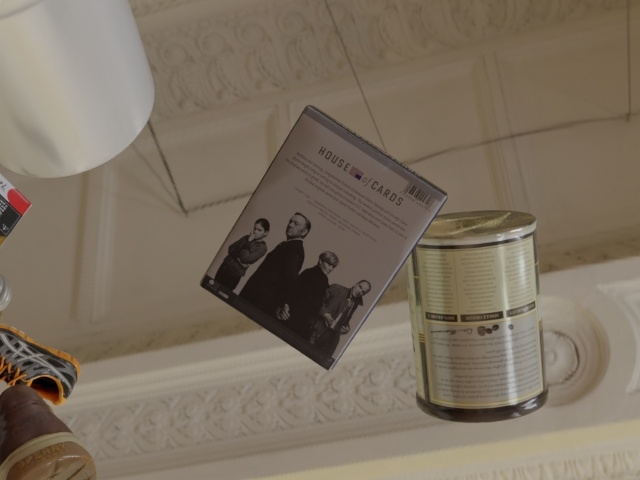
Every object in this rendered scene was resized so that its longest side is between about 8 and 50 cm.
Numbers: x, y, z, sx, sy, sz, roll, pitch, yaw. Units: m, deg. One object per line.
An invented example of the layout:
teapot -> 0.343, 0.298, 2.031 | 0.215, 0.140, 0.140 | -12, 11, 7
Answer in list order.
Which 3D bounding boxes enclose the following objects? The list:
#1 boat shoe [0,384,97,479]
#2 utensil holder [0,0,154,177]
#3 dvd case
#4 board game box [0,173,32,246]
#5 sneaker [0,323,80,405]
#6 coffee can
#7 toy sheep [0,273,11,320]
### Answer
boat shoe -> -0.311, 0.270, 0.963 | 0.123, 0.342, 0.123 | -22, -121, -31
utensil holder -> -0.441, -0.325, 1.370 | 0.327, 0.385, 0.328 | -2, -121, 4
dvd case -> 0.000, 0.000, 1.004 | 0.179, 0.029, 0.239 | 34, -75, 3
board game box -> -0.383, -0.064, 0.691 | 0.053, 0.305, 0.193 | -22, -148, 34
sneaker -> -0.493, 0.202, 1.490 | 0.084, 0.214, 0.083 | -55, -154, 28
coffee can -> 0.232, 0.108, 1.380 | 0.201, 0.201, 0.276 | -3, -78, 18
toy sheep -> -0.614, 0.096, 1.696 | 0.091, 0.132, 0.091 | 5, -116, -10
